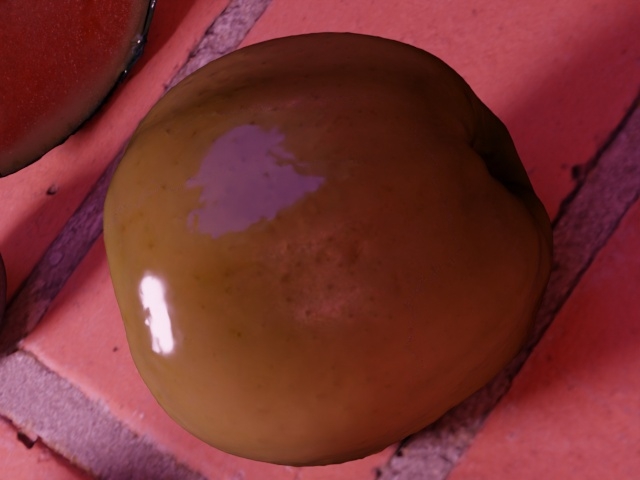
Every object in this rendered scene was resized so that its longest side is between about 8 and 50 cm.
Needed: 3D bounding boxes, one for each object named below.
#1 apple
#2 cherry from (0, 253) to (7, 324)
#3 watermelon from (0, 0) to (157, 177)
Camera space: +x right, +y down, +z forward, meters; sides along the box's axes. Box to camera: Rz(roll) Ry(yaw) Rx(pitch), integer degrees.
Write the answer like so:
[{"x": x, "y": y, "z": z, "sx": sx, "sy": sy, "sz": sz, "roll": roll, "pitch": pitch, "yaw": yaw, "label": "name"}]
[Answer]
[{"x": 0.000, "y": 0.000, "z": 0.997, "sx": 0.279, "sy": 0.279, "sz": 0.279, "roll": -26, "pitch": 42, "yaw": 26, "label": "apple"}, {"x": -0.338, "y": 0.046, "z": 1.359, "sx": 0.176, "sy": 0.140, "sz": 0.176, "roll": -43, "pitch": 25, "yaw": 26, "label": "cherry"}, {"x": -0.256, "y": -0.191, "z": 1.444, "sx": 0.148, "sy": 0.226, "sz": 0.318, "roll": 46, "pitch": 106, "yaw": 27, "label": "watermelon"}]
